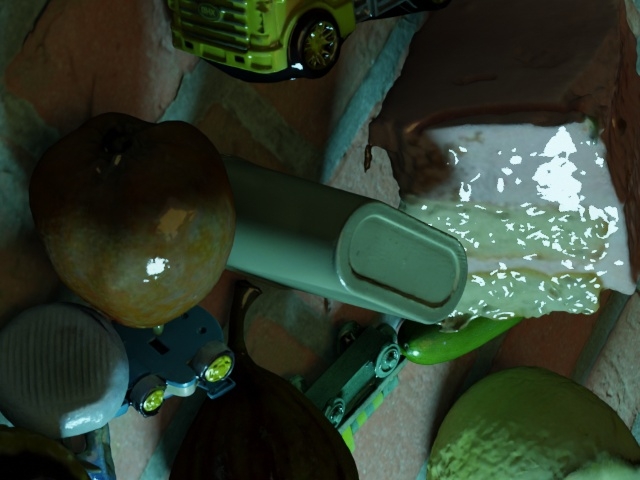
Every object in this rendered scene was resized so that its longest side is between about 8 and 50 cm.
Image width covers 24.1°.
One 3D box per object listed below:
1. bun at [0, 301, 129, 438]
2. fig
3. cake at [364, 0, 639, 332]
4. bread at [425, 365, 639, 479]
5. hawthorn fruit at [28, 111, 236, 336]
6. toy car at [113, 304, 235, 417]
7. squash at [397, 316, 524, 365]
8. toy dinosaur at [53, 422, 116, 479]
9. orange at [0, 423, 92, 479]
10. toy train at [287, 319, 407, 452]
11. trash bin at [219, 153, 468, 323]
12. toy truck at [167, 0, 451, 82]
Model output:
[{"bbox_3d":[-0.258,0.132,1.487,0.141,0.141,0.083,-53,168,-21],"label":"bun"},{"bbox_3d":[-0.075,0.203,1.690,0.217,0.217,0.321,7,68,-48],"label":"fig"},{"bbox_3d":[0.246,-0.104,1.776,0.314,0.293,0.307,-70,148,-47],"label":"cake"},{"bbox_3d":[0.288,0.329,2.057,0.320,0.237,0.320,-21,129,-29],"label":"bread"},{"bbox_3d":[-0.180,0.000,1.476,0.199,0.199,0.251,-33,136,-36],"label":"hawthorn fruit"},{"bbox_3d":[-0.174,0.142,1.582,0.161,0.126,0.098,-36,142,-27],"label":"toy car"},{"bbox_3d":[0.202,0.099,1.990,0.292,0.082,0.082,-23,118,-42],"label":"squash"},{"bbox_3d":[-0.228,0.273,1.534,0.075,0.247,0.188,-15,95,-9],"label":"toy dinosaur"},{"bbox_3d":[-0.331,0.331,1.399,0.271,0.210,0.369,-15,115,-25],"label":"orange"},{"bbox_3d":[0.029,0.192,1.846,0.200,0.083,0.132,-41,140,-31],"label":"toy train"},{"bbox_3d":[0.000,0.000,1.621,0.243,0.247,0.121,23,84,-47],"label":"trash bin"},{"bbox_3d":[0.020,-0.335,1.584,0.405,0.180,0.254,-34,127,-36],"label":"toy truck"}]
